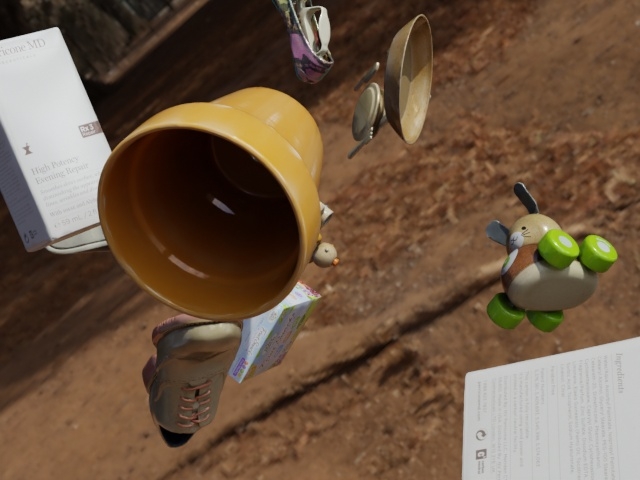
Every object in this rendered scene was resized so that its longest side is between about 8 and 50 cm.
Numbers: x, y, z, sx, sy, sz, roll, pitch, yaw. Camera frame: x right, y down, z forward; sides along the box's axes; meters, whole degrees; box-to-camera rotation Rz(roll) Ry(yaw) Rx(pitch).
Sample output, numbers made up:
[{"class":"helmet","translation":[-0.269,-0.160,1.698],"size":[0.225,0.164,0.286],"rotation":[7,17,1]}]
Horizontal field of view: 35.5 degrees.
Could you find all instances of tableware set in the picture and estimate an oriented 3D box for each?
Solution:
[{"class":"tableware set","translation":[0.098,-0.199,1.397],"size":[0.194,0.039,0.128],"rotation":[140,140,-59]}]

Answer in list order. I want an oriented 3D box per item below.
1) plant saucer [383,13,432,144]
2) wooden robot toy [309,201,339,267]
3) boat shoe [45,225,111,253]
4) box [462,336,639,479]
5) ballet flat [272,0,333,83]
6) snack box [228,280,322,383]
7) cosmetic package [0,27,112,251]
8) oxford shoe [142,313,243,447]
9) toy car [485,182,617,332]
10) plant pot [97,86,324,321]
[{"class":"plant saucer","translation":[0.056,-0.104,0.646],"size":[0.015,0.083,0.083],"rotation":[8,35,19]},{"class":"wooden robot toy","translation":[0.000,0.000,1.407],"size":[0.076,0.079,0.173],"rotation":[-46,-13,-30]},{"class":"boat shoe","translation":[-0.273,-0.022,1.438],"size":[0.254,0.095,0.079],"rotation":[-11,3,10]},{"class":"box","translation":[0.335,0.212,0.944],"size":[0.345,0.215,0.168],"rotation":[-18,47,31]},{"class":"ballet flat","translation":[-0.026,-0.357,1.566],"size":[0.079,0.222,0.077],"rotation":[-26,-13,37]},{"class":"snack box","translation":[-0.097,0.171,1.919],"size":[0.174,0.070,0.207],"rotation":[-59,-16,14]},{"class":"cosmetic package","translation":[-0.319,-0.116,1.148],"size":[0.117,0.231,0.085],"rotation":[-26,6,-38]},{"class":"oxford shoe","translation":[-0.189,0.215,1.548],"size":[0.140,0.147,0.397],"rotation":[-4,-24,-16]},{"class":"toy car","translation":[0.296,0.010,1.421],"size":[0.155,0.149,0.188],"rotation":[-57,41,34]},{"class":"plant pot","translation":[-0.083,-0.056,0.977],"size":[0.205,0.205,0.188],"rotation":[-35,13,32]}]
